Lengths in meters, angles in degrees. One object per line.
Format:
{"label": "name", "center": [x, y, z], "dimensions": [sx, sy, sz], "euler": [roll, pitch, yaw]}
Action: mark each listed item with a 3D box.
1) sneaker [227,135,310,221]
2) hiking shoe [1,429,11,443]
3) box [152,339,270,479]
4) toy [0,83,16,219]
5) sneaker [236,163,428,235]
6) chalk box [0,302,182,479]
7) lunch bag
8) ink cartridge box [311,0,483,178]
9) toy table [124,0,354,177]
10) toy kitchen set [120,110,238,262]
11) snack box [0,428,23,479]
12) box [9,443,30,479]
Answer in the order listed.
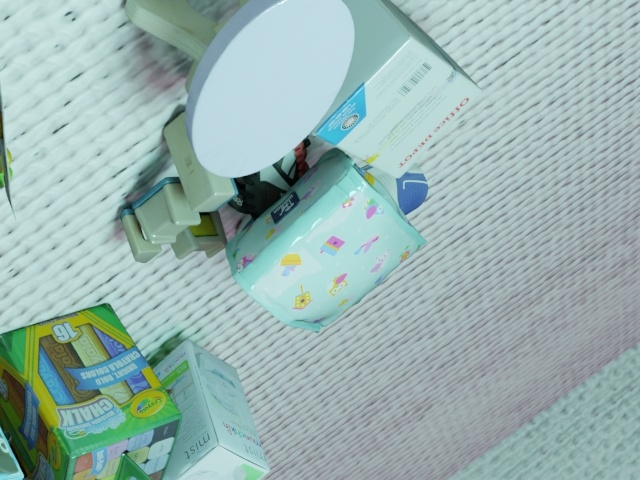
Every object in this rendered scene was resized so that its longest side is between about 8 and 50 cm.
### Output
{"label": "sneaker", "center": [-0.081, -0.107, 1.746], "dimensions": [0.135, 0.097, 0.276], "euler": [-36, 153, -8]}
{"label": "hiking shoe", "center": [-0.580, 0.286, 1.723], "dimensions": [0.304, 0.132, 0.113], "euler": [-30, 150, -15]}
{"label": "box", "center": [-0.235, 0.330, 2.006], "dimensions": [0.262, 0.231, 0.127], "euler": [-42, 131, 15]}
{"label": "toy", "center": [-0.360, -0.141, 1.347], "dimensions": [0.056, 0.137, 0.237], "euler": [-14, 145, -15]}
{"label": "sneaker", "center": [0.047, 0.006, 1.974], "dimensions": [0.315, 0.182, 0.127], "euler": [-20, 149, -29]}
{"label": "chalk box", "center": [-0.322, 0.266, 1.821], "dimensions": [0.179, 0.289, 0.180], "euler": [-16, 144, -33]}
{"label": "lunch bag", "center": [0.000, 0.000, 1.737], "dimensions": [0.223, 0.160, 0.262], "euler": [-42, 162, 6]}
{"label": "ink cartridge box", "center": [0.062, -0.216, 1.672], "dimensions": [0.171, 0.168, 0.233], "euler": [-45, 151, 13]}
{"label": "toy table", "center": [-0.080, -0.222, 1.468], "dimensions": [0.252, 0.161, 0.274], "euler": [7, 133, -40]}
{"label": "toy kitchen set", "center": [-0.161, -0.069, 1.733], "dimensions": [0.166, 0.122, 0.207], "euler": [-3, 157, -47]}
{"label": "snack box", "center": [-0.471, 0.217, 1.541], "dimensions": [0.060, 0.322, 0.187], "euler": [-1, 134, -44]}
{"label": "box", "center": [-0.523, 0.462, 1.867], "dimensions": [0.312, 0.179, 0.343], "euler": [-40, 179, 2]}
